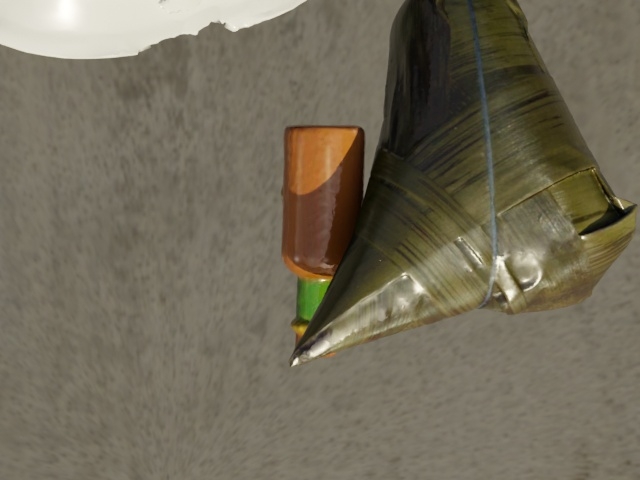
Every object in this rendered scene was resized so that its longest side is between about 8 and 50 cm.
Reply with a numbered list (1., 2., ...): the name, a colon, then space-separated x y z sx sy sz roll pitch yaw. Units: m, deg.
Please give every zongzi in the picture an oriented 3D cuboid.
1. zongzi: 0.064 -0.056 1.147 0.300 0.138 0.286 -20 74 -19

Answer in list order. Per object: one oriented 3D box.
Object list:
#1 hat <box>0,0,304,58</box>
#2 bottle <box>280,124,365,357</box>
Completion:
1. hat: -0.066 -0.168 0.445 0.203 0.126 0.203 7 52 -9
2. bottle: 0.000 0.000 1.172 0.069 0.069 0.187 2 94 -6
